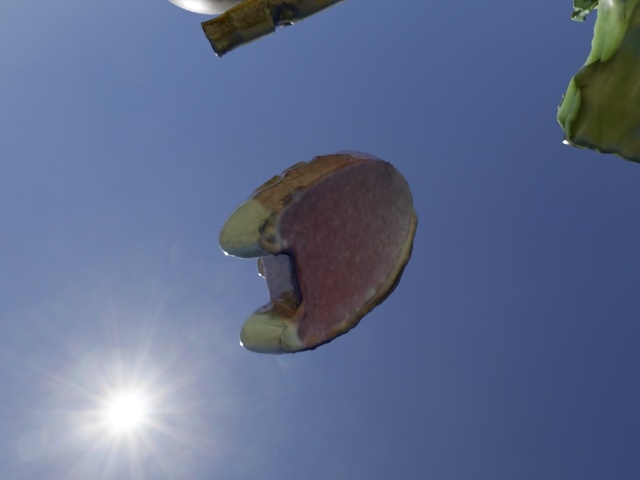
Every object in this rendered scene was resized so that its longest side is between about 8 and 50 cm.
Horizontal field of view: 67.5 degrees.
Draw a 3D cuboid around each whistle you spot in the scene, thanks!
[{"bbox_3d":[-0.019,-0.363,0.705,0.327,0.057,0.067,-24,-111,4],"label":"whistle"}]

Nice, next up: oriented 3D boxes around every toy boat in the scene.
[{"bbox_3d":[0.000,0.000,0.430,0.085,0.155,0.228,6,-155,40],"label":"toy boat"}]

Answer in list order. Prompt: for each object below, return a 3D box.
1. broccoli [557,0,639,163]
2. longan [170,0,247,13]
[{"bbox_3d":[0.287,-0.171,0.341,0.248,0.245,0.288,11,-140,-18],"label":"broccoli"},{"bbox_3d":[-0.196,-0.483,0.770,0.249,0.248,0.248,-8,-132,9],"label":"longan"}]
